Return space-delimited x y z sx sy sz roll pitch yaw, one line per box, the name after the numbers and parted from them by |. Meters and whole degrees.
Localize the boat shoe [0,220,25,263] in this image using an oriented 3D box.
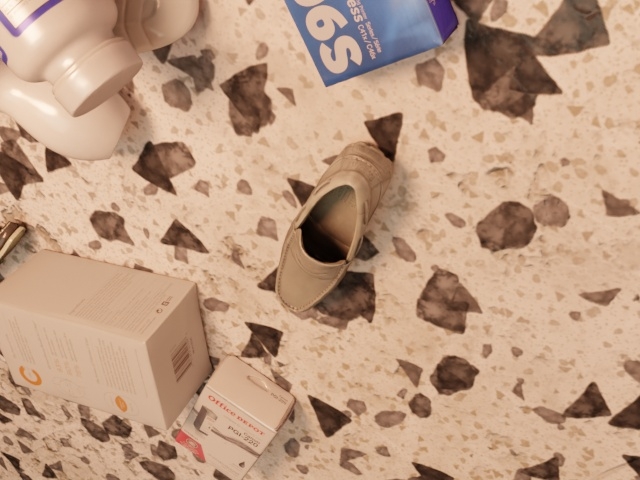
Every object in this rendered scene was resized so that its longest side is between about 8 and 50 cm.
-0.635 0.017 1.440 0.068 0.081 0.227 45 134 -13 | boat shoe

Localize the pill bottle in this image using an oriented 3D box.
-0.344 -0.289 0.908 0.152 0.152 0.272 -31 102 39 | pill bottle

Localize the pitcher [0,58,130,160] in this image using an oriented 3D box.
-0.395 -0.210 1.128 0.207 0.178 0.126 23 112 -18 | pitcher

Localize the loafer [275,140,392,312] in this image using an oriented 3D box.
0.000 0.000 1.075 0.112 0.111 0.320 30 131 6 | loafer

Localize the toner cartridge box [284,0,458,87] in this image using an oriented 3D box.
0.010 -0.360 0.838 0.165 0.075 0.348 -14 115 33 | toner cartridge box

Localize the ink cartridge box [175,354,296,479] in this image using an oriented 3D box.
-0.162 0.338 1.417 0.158 0.092 0.218 33 130 2 | ink cartridge box

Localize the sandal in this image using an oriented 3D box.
-0.363 -0.342 1.030 0.416 0.102 0.170 3 106 7 | sandal

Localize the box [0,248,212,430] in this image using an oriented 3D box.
-0.398 0.173 1.371 0.345 0.168 0.215 11 127 20 | box
